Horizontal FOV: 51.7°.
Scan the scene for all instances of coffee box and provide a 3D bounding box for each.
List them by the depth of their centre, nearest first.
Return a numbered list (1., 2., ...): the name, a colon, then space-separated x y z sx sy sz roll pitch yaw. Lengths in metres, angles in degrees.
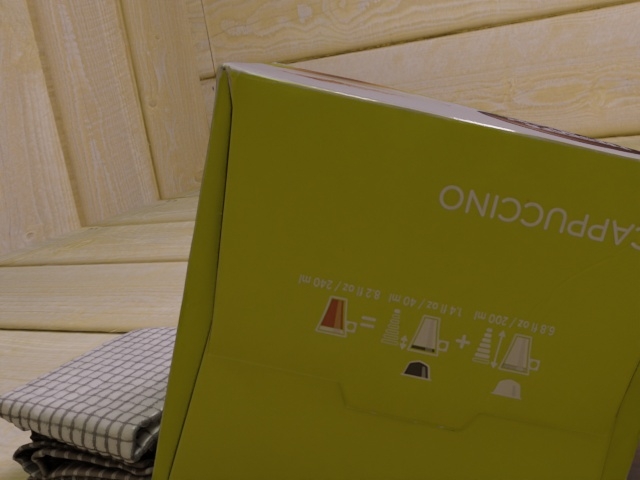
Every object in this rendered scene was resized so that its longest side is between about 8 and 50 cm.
1. coffee box: 0.071 0.042 0.597 0.337 0.338 0.334 12 14 -1

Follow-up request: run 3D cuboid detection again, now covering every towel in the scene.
1. towel: -0.197 0.201 0.799 0.235 0.121 0.283 0 14 28
